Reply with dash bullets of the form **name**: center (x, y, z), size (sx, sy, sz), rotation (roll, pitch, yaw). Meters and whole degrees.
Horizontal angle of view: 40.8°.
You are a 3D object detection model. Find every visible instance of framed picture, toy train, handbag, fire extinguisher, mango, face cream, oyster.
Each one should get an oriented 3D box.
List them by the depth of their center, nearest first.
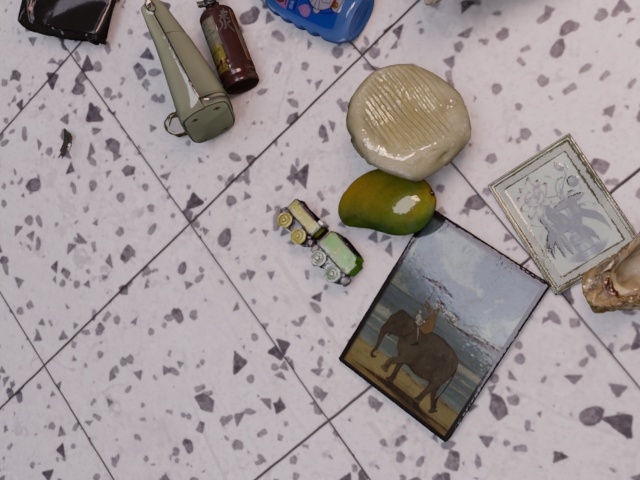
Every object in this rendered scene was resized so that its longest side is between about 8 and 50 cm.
- **oyster**: center (0.531, 0.045, 1.395), size (0.233, 0.107, 0.161), rotation (-30, 79, 3)
- **framed picture**: center (0.418, -0.045, 1.485), size (0.173, 0.010, 0.231), rotation (-35, 76, 19)
- **framed picture**: center (0.215, 0.151, 1.565), size (0.265, 0.016, 0.347), rotation (36, 103, 24)
- **mango**: center (0.120, -0.074, 1.576), size (0.191, 0.085, 0.122), rotation (12, 97, 27)
- **toy train**: center (0.000, 0.000, 1.647), size (0.081, 0.060, 0.202), rotation (-45, 72, 10)
- **face cream**: center (-0.027, -0.484, 1.652), size (0.264, 0.083, 0.149), rotation (32, 98, 22)
- **handbag**: center (-0.290, -0.354, 1.694), size (0.109, 0.241, 0.315), rotation (-31, 81, -6)
- **fire extinguisher**: center (-0.184, -0.425, 1.740), size (0.075, 0.106, 0.252), rotation (-41, 66, 62)
- **handbag**: center (-0.535, -0.561, 1.889), size (0.223, 0.080, 0.246), rotation (15, 93, 16)

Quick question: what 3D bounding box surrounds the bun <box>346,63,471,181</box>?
- **bun**: center (0.150, -0.199, 1.534), size (0.231, 0.133, 0.231), rotation (0, 63, 0)

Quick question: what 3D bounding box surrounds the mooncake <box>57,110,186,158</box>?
- **mooncake**: center (-0.435, -0.226, 1.845), size (0.347, 0.057, 0.150), rotation (12, 82, 27)

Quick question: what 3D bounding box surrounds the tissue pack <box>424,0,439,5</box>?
- **tissue pack**: center (0.275, -0.595, 1.424), size (0.390, 0.195, 0.375), rotation (-17, 80, -8)
